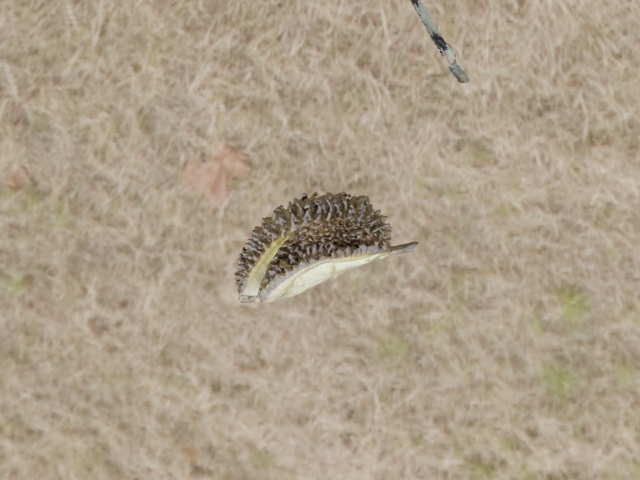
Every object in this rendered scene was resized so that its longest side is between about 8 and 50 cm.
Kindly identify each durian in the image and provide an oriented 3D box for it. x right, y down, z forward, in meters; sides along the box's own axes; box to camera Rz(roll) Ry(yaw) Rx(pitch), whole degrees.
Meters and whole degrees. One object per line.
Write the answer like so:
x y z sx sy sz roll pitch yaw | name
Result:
0.000 -0.002 0.758 0.140 0.110 0.071 -15 89 -7 | durian

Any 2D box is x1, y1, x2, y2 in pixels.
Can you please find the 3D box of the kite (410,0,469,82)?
0.001 -0.199 0.495 0.011 0.314 0.335 -31 160 14 | kite
